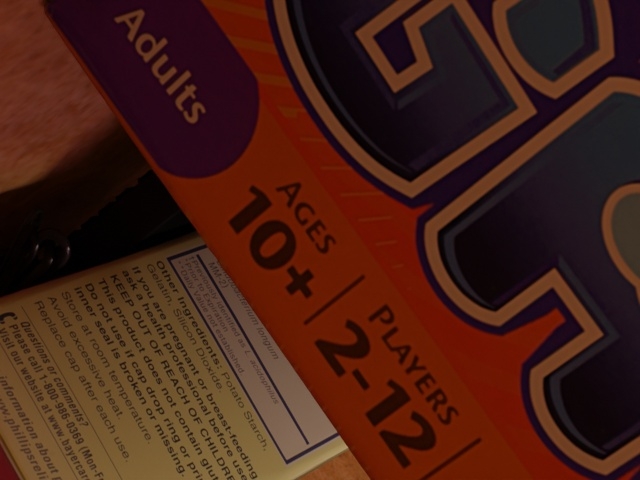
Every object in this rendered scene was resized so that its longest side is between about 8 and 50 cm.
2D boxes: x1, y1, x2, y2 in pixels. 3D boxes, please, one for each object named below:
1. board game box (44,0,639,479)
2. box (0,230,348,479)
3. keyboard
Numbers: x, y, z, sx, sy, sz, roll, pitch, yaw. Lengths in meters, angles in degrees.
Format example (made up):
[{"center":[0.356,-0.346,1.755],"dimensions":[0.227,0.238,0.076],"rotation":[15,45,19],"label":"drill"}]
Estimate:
[{"center":[0.208,-0.064,0.638],"dimensions":[0.356,0.356,0.356],"rotation":[-40,172,28],"label":"board game box"},{"center":[-0.120,0.102,0.807],"dimensions":[0.213,0.117,0.243],"rotation":[-35,172,33],"label":"box"},{"center":[-0.108,0.011,0.821],"dimensions":[0.317,0.033,0.201],"rotation":[-36,172,34],"label":"keyboard"}]
